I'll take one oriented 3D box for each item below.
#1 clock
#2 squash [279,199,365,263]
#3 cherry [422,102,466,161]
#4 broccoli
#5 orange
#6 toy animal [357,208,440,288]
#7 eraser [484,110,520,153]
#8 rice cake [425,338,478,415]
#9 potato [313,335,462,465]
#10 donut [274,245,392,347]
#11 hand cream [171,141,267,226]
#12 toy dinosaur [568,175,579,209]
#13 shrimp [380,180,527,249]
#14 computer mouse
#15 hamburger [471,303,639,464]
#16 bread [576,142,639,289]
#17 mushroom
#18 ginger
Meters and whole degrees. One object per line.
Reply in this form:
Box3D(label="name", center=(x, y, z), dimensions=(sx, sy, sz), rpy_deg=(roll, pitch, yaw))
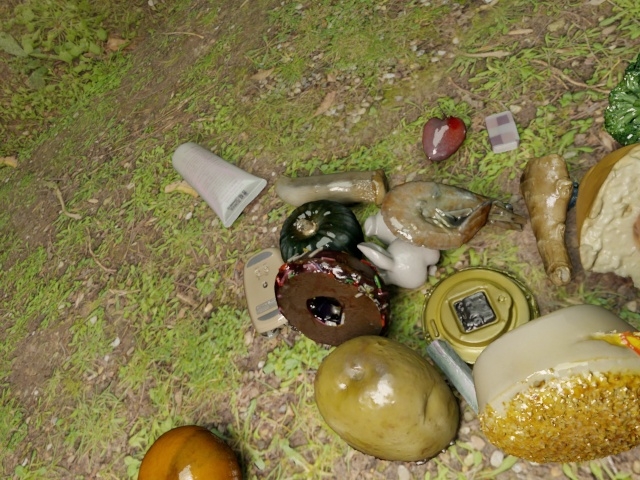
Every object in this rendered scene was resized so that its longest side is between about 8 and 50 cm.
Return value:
Box3D(label="clock", center=(0.313, 0.150, 0.897), dimensions=(0.237, 0.057, 0.237), rpy_deg=(-14, 56, 22))
Box3D(label="squash", center=(0.003, 0.002, 1.075), dimensions=(0.218, 0.172, 0.218), rpy_deg=(-5, 40, 4))
Box3D(label="cherry", center=(0.304, -0.260, 1.124), dimensions=(0.106, 0.087, 0.126), rpy_deg=(39, 103, 32))
Box3D(label="broccoli", center=(0.689, -0.252, 0.835), dimensions=(0.262, 0.241, 0.269), rpy_deg=(15, 99, 14))
Box3D(label="orange", center=(-0.268, 0.506, 0.925), dimensions=(0.240, 0.171, 0.240), rpy_deg=(-13, 67, 33))
Box3D(label="toy animal", center=(0.170, 0.009, 0.989), dimensions=(0.179, 0.127, 0.193), rpy_deg=(14, 55, 2))
Box3D(label="eraser", center=(0.443, -0.265, 1.090), dimensions=(0.065, 0.026, 0.105), rpy_deg=(-11, 58, 19))
Box3D(label="rice cake", center=(0.276, 0.273, 0.831), dimensions=(0.211, 0.034, 0.043), rpy_deg=(53, 131, 29))
Box3D(label="potato", center=(0.107, 0.280, 0.835), dimensions=(0.286, 0.242, 0.242), rpy_deg=(20, 73, 38))
Box3D(label="donut", center=(0.026, 0.123, 0.950), dimensions=(0.270, 0.269, 0.103), rpy_deg=(-4, 37, 26))
Box3D(label="hand cream", center=(-0.337, -0.196, 1.428), dimensions=(0.359, 0.118, 0.185), rpy_deg=(37, 81, 30))
Box3D(label="toy dinosaur", center=(0.536, -0.094, 0.936), dimensions=(0.047, 0.030, 0.083), rpy_deg=(-14, 57, 23))
Box3D(label="shrimp", center=(0.282, -0.043, 0.932), dimensions=(0.317, 0.077, 0.168), rpy_deg=(8, 61, -1))
Box3D(label="computer mouse", center=(-0.120, 0.127, 1.125), dimensions=(0.145, 0.082, 0.236), rpy_deg=(-28, 55, 10))
Box3D(label="hamburger", center=(0.380, 0.231, 0.677), dimensions=(0.294, 0.276, 0.179), rpy_deg=(-30, 41, 15))
Box3D(label="bread", center=(0.567, -0.058, 0.772), dimensions=(0.184, 0.211, 0.224), rpy_deg=(19, 64, 13))
Box3D(label="mushroom", center=(0.019, -0.140, 1.207), dimensions=(0.351, 0.095, 0.122), rpy_deg=(5, 45, 29))
Box3D(label="ginger", center=(0.462, -0.045, 0.891), dimensions=(0.086, 0.131, 0.294), rpy_deg=(8, 62, -8))
